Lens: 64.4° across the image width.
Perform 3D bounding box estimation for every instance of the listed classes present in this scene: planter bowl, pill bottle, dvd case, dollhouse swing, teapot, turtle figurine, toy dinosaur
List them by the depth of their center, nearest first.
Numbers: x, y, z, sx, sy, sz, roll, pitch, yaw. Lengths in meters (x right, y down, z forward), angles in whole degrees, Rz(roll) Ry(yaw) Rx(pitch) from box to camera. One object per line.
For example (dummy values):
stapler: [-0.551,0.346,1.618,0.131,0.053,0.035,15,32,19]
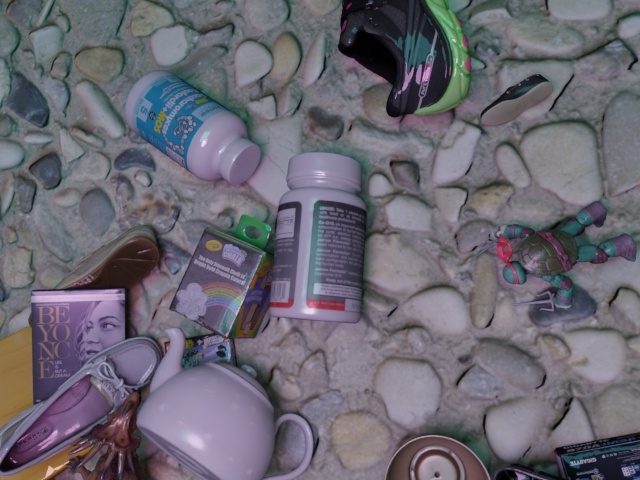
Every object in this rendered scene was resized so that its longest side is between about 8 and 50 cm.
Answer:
planter bowl: [0.188,0.388,0.819,0.162,0.109,0.162,-2,80,12]
turtle figurine: [0.380,0.030,0.841,0.234,0.118,0.175,-25,76,2]
toy dinosaur: [-0.347,0.425,0.857,0.127,0.200,0.295,-7,61,-31]
teapot: [-0.167,0.302,0.875,0.253,0.256,0.187,11,50,34]
pill bottle: [0.000,0.000,0.904,0.161,0.161,0.283,3,81,13]
dvd case: [-0.464,0.202,0.981,0.165,0.018,0.221,0,96,-17]
pill bottle: [-0.247,-0.216,1.007,0.264,0.146,0.146,34,89,16]
dollhouse swing: [-0.650,0.405,1.035,0.347,0.305,0.315,49,135,16]

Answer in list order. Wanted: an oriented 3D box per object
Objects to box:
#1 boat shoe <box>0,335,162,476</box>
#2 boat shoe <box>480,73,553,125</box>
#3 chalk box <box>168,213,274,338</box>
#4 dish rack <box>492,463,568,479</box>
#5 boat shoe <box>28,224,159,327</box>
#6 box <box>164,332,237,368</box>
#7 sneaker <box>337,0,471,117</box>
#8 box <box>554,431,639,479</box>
boat shoe: [-0.429,0.296,0.925,0.320,0.103,0.118,-33,104,-25]
boat shoe: [0.354,-0.256,0.932,0.133,0.049,0.042,-29,47,13]
chalk box: [-0.157,0.061,0.947,0.132,0.132,0.213,23,85,17]
dish rack: [0.352,0.485,0.748,0.208,0.074,0.271,8,90,32]
boat shoe: [-0.456,0.080,1.035,0.302,0.109,0.098,-39,34,4]
box: [-0.232,0.232,0.985,0.137,0.027,0.093,-11,79,11]
sneaker: [0.108,-0.447,0.948,0.202,0.185,0.482,-23,75,4]
box: [0.500,0.391,0.776,0.220,0.051,0.175,-16,77,10]
